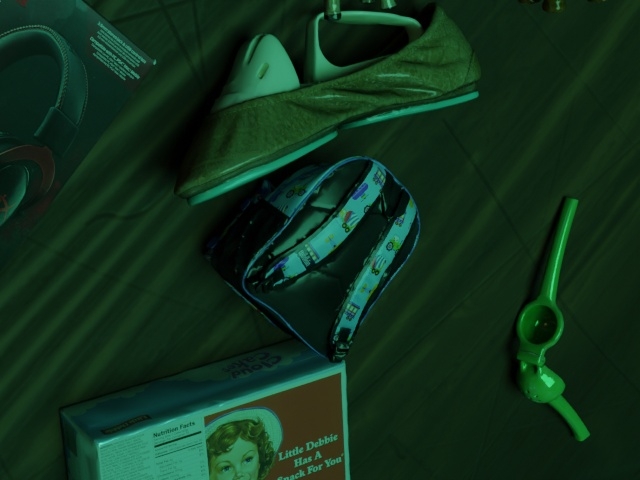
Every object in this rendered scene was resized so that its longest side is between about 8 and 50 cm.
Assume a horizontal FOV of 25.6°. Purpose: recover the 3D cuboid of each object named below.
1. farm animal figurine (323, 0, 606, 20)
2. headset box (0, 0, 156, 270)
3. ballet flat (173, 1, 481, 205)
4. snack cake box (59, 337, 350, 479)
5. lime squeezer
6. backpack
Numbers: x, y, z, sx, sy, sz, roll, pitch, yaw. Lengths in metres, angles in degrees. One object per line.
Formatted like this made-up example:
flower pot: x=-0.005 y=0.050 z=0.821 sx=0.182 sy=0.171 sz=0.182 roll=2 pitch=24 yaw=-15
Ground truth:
farm animal figurine: x=0.123 y=-0.321 z=1.232 sx=0.327 sy=0.330 sz=0.172 roll=-4 pitch=114 yaw=-2
headset box: x=-0.288 y=-0.119 z=1.084 sx=0.218 sy=0.110 sz=0.293 roll=40 pitch=84 yaw=-39
ballet flat: x=-0.001 y=-0.142 z=1.286 sx=0.342 sy=0.116 sz=0.124 roll=-23 pitch=98 yaw=-26
snack cake box: x=-0.104 y=0.203 z=1.342 sx=0.264 sy=0.089 sz=0.152 roll=-15 pitch=112 yaw=-29
lime squeezer: x=0.265 y=0.112 z=1.576 sx=0.110 sy=0.059 sz=0.310 roll=-20 pitch=116 yaw=-26
backpack: x=0.000 y=0.000 z=1.320 sx=0.173 sy=0.117 sz=0.158 roll=-52 pitch=126 yaw=-7
